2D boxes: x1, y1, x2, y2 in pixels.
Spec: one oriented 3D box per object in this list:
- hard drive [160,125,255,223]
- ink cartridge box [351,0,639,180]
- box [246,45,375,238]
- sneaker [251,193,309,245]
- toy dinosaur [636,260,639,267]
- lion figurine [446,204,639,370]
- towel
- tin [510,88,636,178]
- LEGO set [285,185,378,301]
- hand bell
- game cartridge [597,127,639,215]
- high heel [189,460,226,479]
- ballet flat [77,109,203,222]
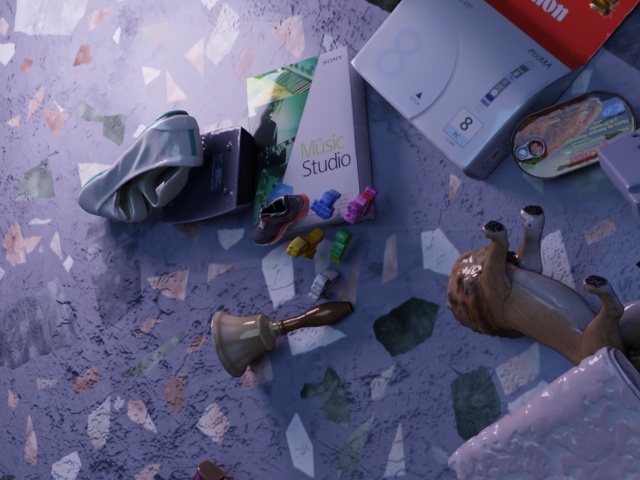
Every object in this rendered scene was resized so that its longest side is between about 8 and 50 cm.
[{"bbox_3d":[-0.217,-0.118,1.750,0.255,0.054,0.171,-9,75,48],"label":"hard drive"},{"bbox_3d":[0.276,-0.339,1.488,0.385,0.091,0.308,-50,59,16],"label":"ink cartridge box"},{"bbox_3d":[-0.023,-0.174,1.666,0.232,0.058,0.321,-12,73,30],"label":"box"},{"bbox_3d":[-0.086,-0.043,1.595,0.158,0.065,0.061,-38,53,42],"label":"sneaker"},{"bbox_3d":[0.551,0.051,1.202,0.322,0.164,0.218,-46,74,-2],"label":"toy dinosaur"},{"bbox_3d":[0.333,0.099,1.279,0.392,0.142,0.240,37,142,40],"label":"lion figurine"},{"bbox_3d":[0.365,0.352,1.224,0.332,0.053,0.317,-46,70,37],"label":"towel"},{"bbox_3d":[0.387,-0.160,1.391,0.190,0.040,0.106,-19,83,22],"label":"tin"},{"bbox_3d":[0.000,0.000,1.545,0.087,0.093,0.227,32,116,18],"label":"LEGO set"},{"bbox_3d":[-0.058,0.150,1.609,0.242,0.126,0.126,-19,70,16],"label":"hand bell"},{"bbox_3d":[0.534,-0.131,1.205,0.297,0.198,0.062,-21,109,10],"label":"game cartridge"},{"bbox_3d":[-0.152,0.509,1.612,0.244,0.082,0.117,38,130,20],"label":"high heel"},{"bbox_3d":[-0.358,-0.110,1.787,0.400,0.139,0.139,-32,63,43],"label":"ballet flat"}]
